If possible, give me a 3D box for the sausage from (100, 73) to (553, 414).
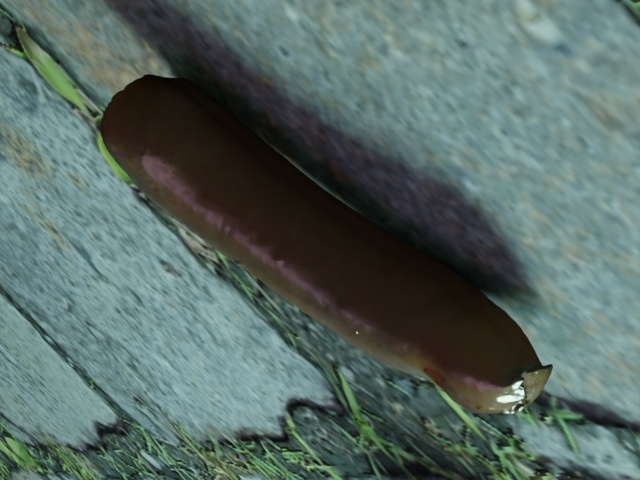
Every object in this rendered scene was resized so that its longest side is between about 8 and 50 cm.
[{"bbox_3d":[-0.001,0.001,0.561,0.176,0.040,0.047,36,150,19],"label":"sausage"}]
